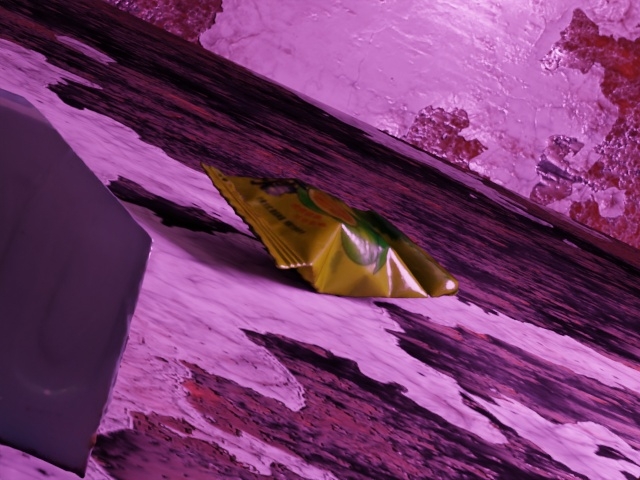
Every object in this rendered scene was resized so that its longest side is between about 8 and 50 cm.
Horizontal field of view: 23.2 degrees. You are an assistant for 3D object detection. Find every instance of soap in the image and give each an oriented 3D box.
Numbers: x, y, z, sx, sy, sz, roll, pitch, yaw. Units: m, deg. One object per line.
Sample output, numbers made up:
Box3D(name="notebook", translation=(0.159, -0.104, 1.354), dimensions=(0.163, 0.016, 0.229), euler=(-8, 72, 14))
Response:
Box3D(name="soap", translation=(-0.174, 0.000, 0.636), dimensions=(0.231, 0.145, 0.091), euler=(20, -4, -20))

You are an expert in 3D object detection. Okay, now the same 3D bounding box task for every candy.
Box3D(name="candy", translation=(0.000, 0.000, 1.327), dimensions=(0.149, 0.069, 0.246), euler=(40, 11, 36))

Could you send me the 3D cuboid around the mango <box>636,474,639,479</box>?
Box3D(name="mango", translation=(0.310, 0.208, 0.873), dimensions=(0.332, 0.142, 0.195), euler=(30, 12, -20))
